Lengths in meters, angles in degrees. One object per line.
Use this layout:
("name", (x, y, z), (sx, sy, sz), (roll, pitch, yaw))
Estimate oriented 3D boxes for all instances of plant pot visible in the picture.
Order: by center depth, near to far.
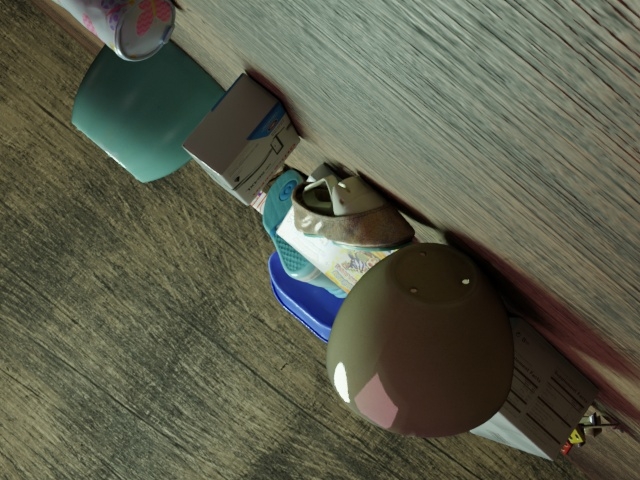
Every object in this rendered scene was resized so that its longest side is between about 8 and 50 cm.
("plant pot", (0.155, 0.115, 1.520), (0.284, 0.284, 0.191), (38, 141, 33))
("plant pot", (-0.340, -0.257, 2.033), (0.293, 0.235, 0.293), (41, 177, 2))

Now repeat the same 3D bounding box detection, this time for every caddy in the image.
("caddy", (0.032, 0.099, 2.480), (0.341, 0.241, 0.179), (40, 172, 16))

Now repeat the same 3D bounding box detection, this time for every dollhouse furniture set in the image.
("dollhouse furniture set", (0.524, 0.325, 1.926), (0.081, 0.091, 0.114), (-8, 177, 28))

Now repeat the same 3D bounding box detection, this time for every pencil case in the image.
("pencil case", (-0.337, -0.374, 1.546), (0.273, 0.113, 0.124), (39, -174, 25))

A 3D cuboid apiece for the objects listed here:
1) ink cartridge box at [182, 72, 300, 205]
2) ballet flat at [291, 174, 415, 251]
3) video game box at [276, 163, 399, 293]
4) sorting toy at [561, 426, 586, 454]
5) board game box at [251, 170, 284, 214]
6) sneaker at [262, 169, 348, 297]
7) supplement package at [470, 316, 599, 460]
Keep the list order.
("ink cartridge box", (-0.119, -0.155, 1.654), (0.086, 0.148, 0.203), (38, 177, 14))
("ballet flat", (0.035, -0.049, 1.657), (0.316, 0.108, 0.106), (10, 116, 59))
("video game box", (0.036, -0.010, 1.853), (0.205, 0.048, 0.187), (40, 142, 6))
("sorting toy", (0.403, 0.273, 1.945), (0.274, 0.046, 0.132), (50, 159, 27))
("board game box", (-0.072, -0.081, 2.336), (0.147, 0.045, 0.193), (40, -159, 5))
("sneaker", (0.000, 0.000, 2.172), (0.208, 0.127, 0.319), (31, -152, -35))
("supplement package", (0.297, 0.237, 1.777), (0.204, 0.145, 0.262), (42, 166, -17))
